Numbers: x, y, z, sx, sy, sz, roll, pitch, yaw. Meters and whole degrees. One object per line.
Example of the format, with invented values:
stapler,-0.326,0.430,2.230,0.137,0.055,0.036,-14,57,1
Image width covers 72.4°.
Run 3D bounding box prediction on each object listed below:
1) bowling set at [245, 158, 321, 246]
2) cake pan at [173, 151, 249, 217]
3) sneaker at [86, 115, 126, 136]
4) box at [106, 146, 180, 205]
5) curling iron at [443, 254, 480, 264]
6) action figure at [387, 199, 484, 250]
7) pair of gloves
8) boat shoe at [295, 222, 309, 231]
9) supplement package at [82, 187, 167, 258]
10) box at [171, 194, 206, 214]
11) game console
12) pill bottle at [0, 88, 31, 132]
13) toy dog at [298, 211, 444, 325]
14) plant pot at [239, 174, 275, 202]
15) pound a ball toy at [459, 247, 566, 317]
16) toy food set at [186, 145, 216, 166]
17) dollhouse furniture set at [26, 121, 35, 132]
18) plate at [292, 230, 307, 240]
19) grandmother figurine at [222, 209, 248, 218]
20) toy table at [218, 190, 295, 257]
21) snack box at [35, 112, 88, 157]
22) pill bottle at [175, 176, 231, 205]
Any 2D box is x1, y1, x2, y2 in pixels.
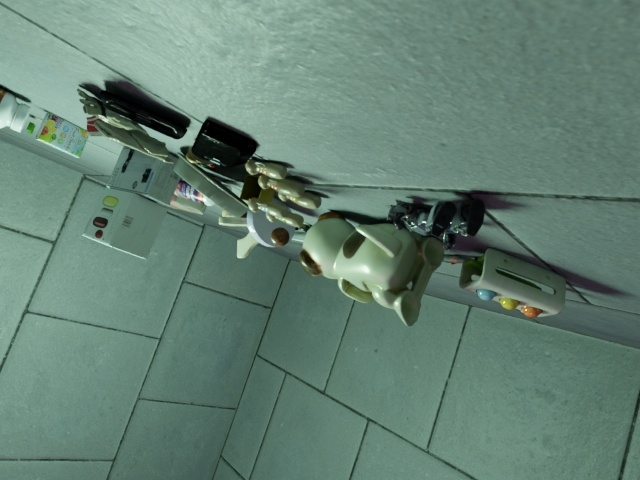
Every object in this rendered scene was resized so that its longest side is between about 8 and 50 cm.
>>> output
bowling set,-0.138,-0.097,1.245,0.154,0.200,0.287,16,168,30
cake pan,-0.345,-0.168,1.393,0.293,0.054,0.293,38,180,0
sneaker,-0.627,-0.342,1.289,0.118,0.067,0.042,-15,-164,-42
box,-0.622,-0.231,1.550,0.289,0.169,0.087,14,171,37
curling iron,0.473,0.071,1.506,0.068,0.035,0.274,23,171,-25
action figure,0.255,-0.042,1.019,0.185,0.099,0.285,15,176,-8
pair of gloves,-0.482,-0.281,1.090,0.240,0.042,0.204,42,-169,31
boat shoe,-0.109,-0.067,1.942,0.133,0.042,0.049,16,174,33
supplement package,-0.688,-0.063,1.542,0.203,0.194,0.149,12,167,37
box,-0.588,-0.202,1.829,0.232,0.127,0.148,12,170,42
game console,-0.341,-0.271,1.054,0.361,0.044,0.213,21,171,-21
pill bottle,-1.034,-0.426,1.353,0.216,0.121,0.121,23,171,-33
toy dog,0.121,0.061,1.403,0.407,0.285,0.395,15,171,39
plant pot,-0.191,-0.154,1.388,0.081,0.082,0.083,14,177,33
pound a ball toy,0.577,0.159,1.337,0.319,0.136,0.208,21,158,-10
toy food set,-0.325,-0.232,1.204,0.082,0.020,0.083,22,-146,-20
dollhouse furniture set,-1.140,-0.450,1.610,0.151,0.076,0.058,23,171,-31
plate,0.000,0.000,2.002,0.277,0.045,0.277,12,179,-36
grandmother figurine,-0.325,-0.108,2.004,0.207,0.104,0.342,-11,-168,-42
toy table,-0.231,-0.060,1.613,0.160,0.252,0.274,-1,163,27
snack box,-0.894,-0.364,1.520,0.037,0.100,0.141,12,169,38
pill bottle,-0.429,-0.189,1.600,0.193,0.108,0.108,17,172,10
